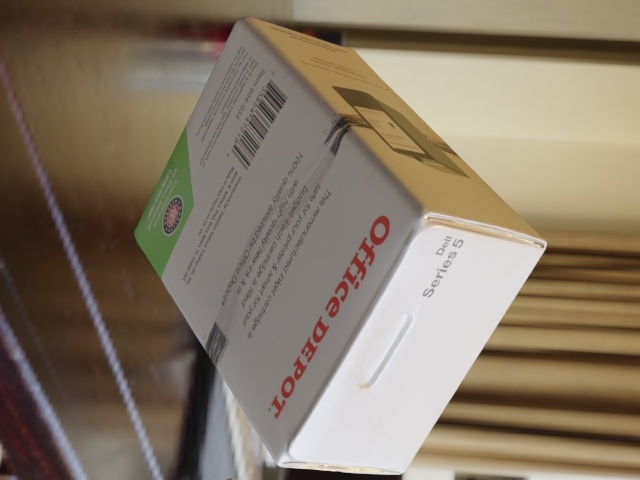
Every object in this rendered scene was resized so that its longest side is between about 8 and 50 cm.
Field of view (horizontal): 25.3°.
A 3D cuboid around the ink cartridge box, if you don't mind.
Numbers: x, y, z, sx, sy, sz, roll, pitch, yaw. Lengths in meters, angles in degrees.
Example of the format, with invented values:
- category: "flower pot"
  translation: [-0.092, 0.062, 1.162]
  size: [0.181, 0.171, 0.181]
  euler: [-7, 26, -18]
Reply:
- category: "ink cartridge box"
  translation: [0.000, 0.000, 0.987]
  size: [0.198, 0.115, 0.273]
  euler: [-61, -139, 21]

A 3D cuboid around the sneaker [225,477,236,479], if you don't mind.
- category: "sneaker"
  translation: [-0.108, 0.253, 1.408]
  size: [0.083, 0.035, 0.031]
  euler: [-29, 125, -68]
